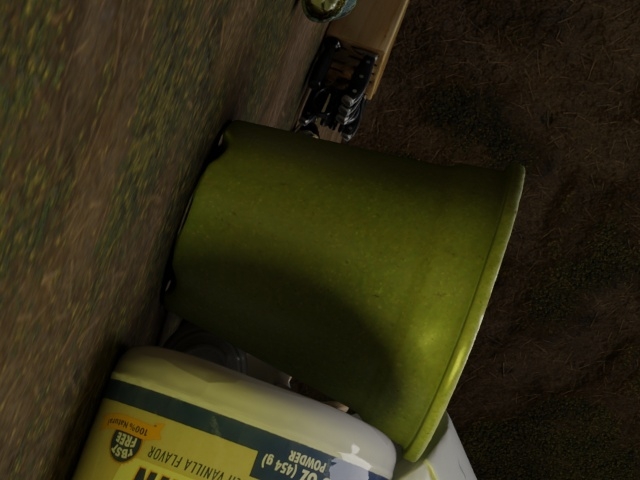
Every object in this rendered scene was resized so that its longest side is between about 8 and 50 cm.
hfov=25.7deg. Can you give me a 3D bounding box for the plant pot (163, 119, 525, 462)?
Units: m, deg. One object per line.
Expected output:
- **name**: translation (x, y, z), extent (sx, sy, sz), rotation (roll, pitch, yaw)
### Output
- **plant pot**: translation (0.011, 0.019, 1.221), extent (0.276, 0.254, 0.276), rotation (21, 90, -88)

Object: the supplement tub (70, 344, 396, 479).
- **supplement tub**: translation (-0.096, 0.259, 1.041), extent (0.228, 0.228, 0.316), rotation (101, 9, -80)

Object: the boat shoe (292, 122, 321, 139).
- **boat shoe**: translation (-0.024, -0.130, 1.910), extent (0.135, 0.050, 0.045), rotation (-93, -163, -68)

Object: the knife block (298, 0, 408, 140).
- **knife block**: translation (0.055, -0.277, 1.927), extent (0.242, 0.088, 0.275), rotation (-60, 170, -84)

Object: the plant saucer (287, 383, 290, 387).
- **plant saucer**: translation (-0.122, 0.276, 1.702), extent (0.317, 0.044, 0.317), rotation (-38, -134, 53)

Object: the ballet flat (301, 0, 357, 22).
- **ballet flat**: translation (0.024, -0.288, 1.352), extent (0.070, 0.070, 0.188), rotation (-68, 174, -52)

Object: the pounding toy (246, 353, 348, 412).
- **pounding toy**: translation (-0.077, 0.177, 1.477), extent (0.154, 0.155, 0.269), rotation (-49, -170, 10)

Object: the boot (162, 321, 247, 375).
- **boot**: translation (-0.137, 0.203, 1.281), extent (0.123, 0.095, 0.258), rotation (-84, -166, -69)

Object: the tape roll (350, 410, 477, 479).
- **tape roll**: translation (0.012, 0.261, 1.329), extent (0.286, 0.286, 0.100), rotation (-62, 130, -78)
